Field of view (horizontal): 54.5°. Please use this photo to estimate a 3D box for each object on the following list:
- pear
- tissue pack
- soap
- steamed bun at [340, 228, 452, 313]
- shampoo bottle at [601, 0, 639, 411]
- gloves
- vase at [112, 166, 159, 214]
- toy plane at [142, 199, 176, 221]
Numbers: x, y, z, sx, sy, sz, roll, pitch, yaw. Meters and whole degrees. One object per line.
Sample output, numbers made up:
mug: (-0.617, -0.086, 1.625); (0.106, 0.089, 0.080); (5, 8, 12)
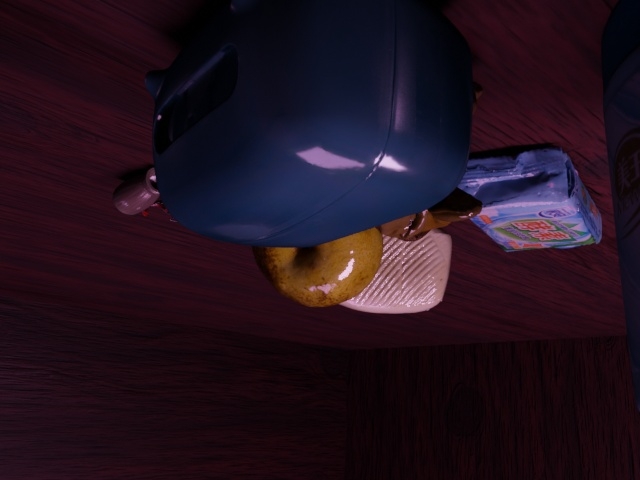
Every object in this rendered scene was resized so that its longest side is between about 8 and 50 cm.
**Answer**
pear: (0.000, 0.000, 0.931); (0.197, 0.197, 0.197); (3, 164, 1)
tissue pack: (-0.030, -0.102, 0.545); (0.206, 0.198, 0.287); (11, 165, -32)
soap: (0.310, -0.046, 0.905); (0.156, 0.077, 0.293); (-7, 162, 32)
steamed bun: (0.104, 0.038, 1.106); (0.238, 0.170, 0.152); (5, -176, -8)
shampoo bottle: (0.403, -0.028, 0.470); (0.331, 0.343, 0.331); (2, 165, 1)
gloves: (0.098, -0.077, 0.711); (0.141, 0.154, 0.331); (0, 171, 5)
vase: (-0.271, -0.076, 0.949); (0.053, 0.053, 0.100); (16, 155, -40)
toy plane: (-0.249, -0.059, 1.034); (0.145, 0.037, 0.060); (3, 160, -5)
